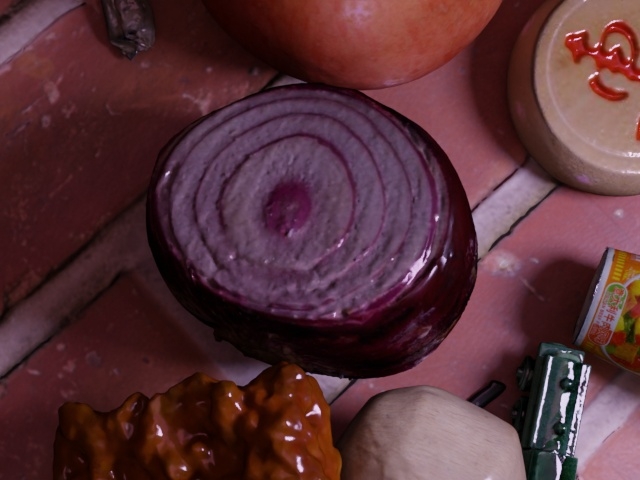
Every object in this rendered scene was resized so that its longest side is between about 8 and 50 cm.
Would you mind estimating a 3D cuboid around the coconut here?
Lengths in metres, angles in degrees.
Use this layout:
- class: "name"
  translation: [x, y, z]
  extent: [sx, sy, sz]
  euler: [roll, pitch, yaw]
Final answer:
- class: "coconut"
  translation: [0.113, 0.261, 1.656]
  extent: [0.224, 0.224, 0.224]
  euler: [1, 82, -6]

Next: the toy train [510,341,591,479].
- class: "toy train"
  translation: [0.244, 0.190, 1.724]
  extent: [0.071, 0.111, 0.171]
  euler: [14, 81, -9]

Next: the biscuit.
- class: "biscuit"
  translation: [-0.115, 0.291, 1.604]
  extent: [0.312, 0.110, 0.318]
  euler: [-15, 86, 24]

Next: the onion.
- class: "onion"
  translation: [0.000, 0.000, 1.652]
  extent: [0.336, 0.260, 0.282]
  euler: [10, 72, 14]

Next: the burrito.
- class: "burrito"
  translation: [-0.217, -0.291, 1.777]
  extent: [0.058, 0.045, 0.188]
  euler: [-11, 85, 18]

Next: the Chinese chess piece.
- class: "Chinese chess piece"
  translation: [0.331, -0.173, 1.793]
  extent: [0.250, 0.097, 0.251]
  euler: [1, 82, -7]

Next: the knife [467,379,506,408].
- class: "knife"
  translation: [0.131, 0.202, 1.760]
  extent: [0.170, 0.010, 0.023]
  euler: [-35, 87, -8]

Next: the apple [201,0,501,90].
- class: "apple"
  translation: [0.032, -0.339, 1.669]
  extent: [0.363, 0.364, 0.364]
  euler: [1, 82, -6]

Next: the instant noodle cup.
- class: "instant noodle cup"
  translation: [0.376, 0.089, 1.739]
  extent: [0.185, 0.168, 0.168]
  euler: [20, 80, 5]
